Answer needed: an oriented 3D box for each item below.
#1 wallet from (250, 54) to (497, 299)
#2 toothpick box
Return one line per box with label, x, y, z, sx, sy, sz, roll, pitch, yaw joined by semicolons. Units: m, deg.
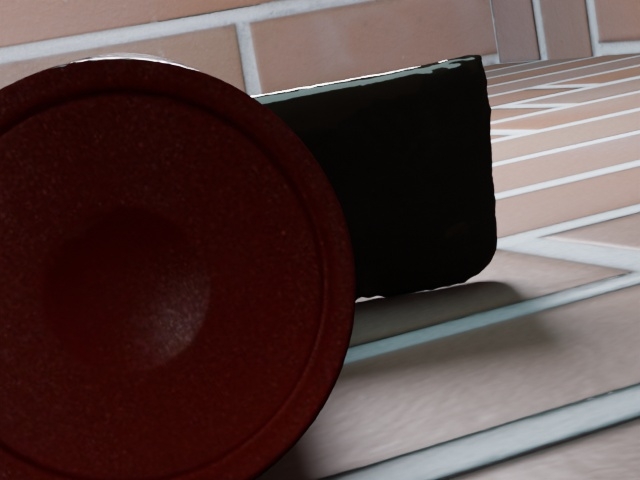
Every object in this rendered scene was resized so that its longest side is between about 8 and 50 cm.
wallet;-0.031;-0.023;0.989;0.309;0.165;0.042;-10;22;-6
toothpick box;-0.103;0.001;0.782;0.204;0.204;0.333;-10;8;-5
